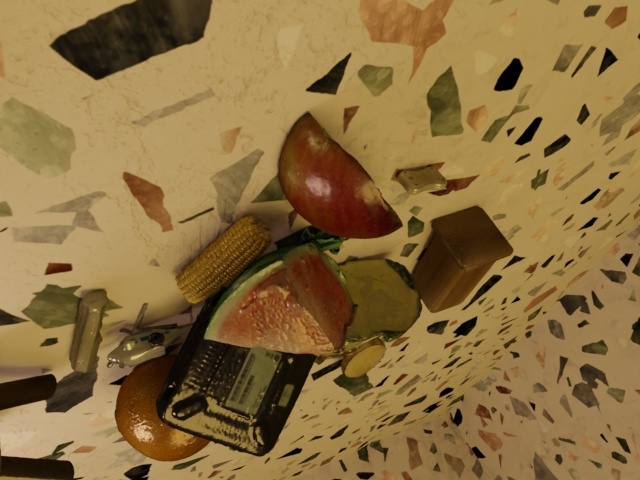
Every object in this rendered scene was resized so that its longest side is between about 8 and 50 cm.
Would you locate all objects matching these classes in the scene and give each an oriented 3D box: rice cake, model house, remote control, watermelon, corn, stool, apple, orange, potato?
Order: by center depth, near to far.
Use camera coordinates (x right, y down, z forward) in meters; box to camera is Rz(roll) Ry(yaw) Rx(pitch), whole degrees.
[{"bbox_3d":[-0.712,0.450,1.085,0.310,0.310,0.226,-36,148,11],"label":"stool"},{"bbox_3d":[0.044,-0.106,1.109,0.254,0.179,0.346,-1,157,26],"label":"apple"},{"bbox_3d":[-0.058,0.097,1.149,0.319,0.292,0.222,12,115,1],"label":"watermelon"},{"bbox_3d":[-0.214,0.045,1.154,0.244,0.093,0.093,-40,146,14],"label":"corn"},{"bbox_3d":[-0.514,0.207,1.162,0.057,0.052,0.256,-39,163,-52],"label":"rice cake"},{"bbox_3d":[0.251,-0.148,1.294,0.122,0.074,0.032,-12,140,-26],"label":"remote control"},{"bbox_3d":[-0.390,0.432,1.362,0.274,0.274,0.274,-21,146,-15],"label":"orange"},{"bbox_3d":[0.102,0.228,1.507,0.321,0.261,0.266,-5,142,-25],"label":"model house"},{"bbox_3d":[0.154,0.433,1.986,0.164,0.081,0.200,16,122,-39],"label":"potato"}]

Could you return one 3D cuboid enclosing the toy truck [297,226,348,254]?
[{"bbox_3d":[-0.001,0.000,1.299,0.154,0.078,0.080,-20,155,-41],"label":"toy truck"}]

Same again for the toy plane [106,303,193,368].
[{"bbox_3d":[-0.371,0.240,1.266,0.273,0.107,0.182,2,122,-37],"label":"toy plane"}]

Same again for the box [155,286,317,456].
[{"bbox_3d":[-0.187,0.326,1.293,0.350,0.091,0.359,33,76,-32],"label":"box"}]

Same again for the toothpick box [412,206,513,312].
[{"bbox_3d":[0.419,0.076,1.641,0.190,0.187,0.308,-17,148,-24],"label":"toothpick box"}]
